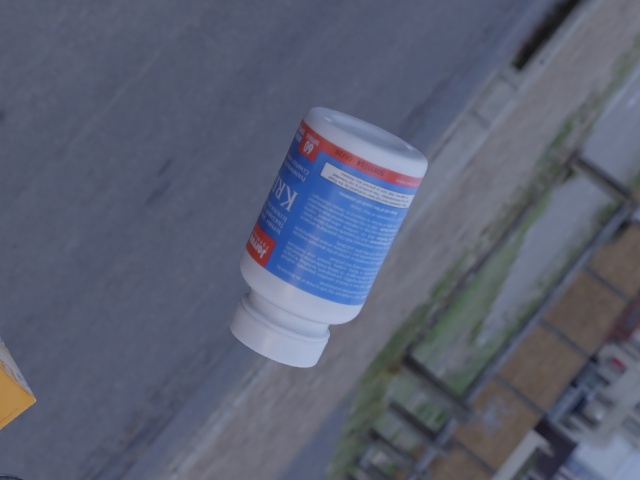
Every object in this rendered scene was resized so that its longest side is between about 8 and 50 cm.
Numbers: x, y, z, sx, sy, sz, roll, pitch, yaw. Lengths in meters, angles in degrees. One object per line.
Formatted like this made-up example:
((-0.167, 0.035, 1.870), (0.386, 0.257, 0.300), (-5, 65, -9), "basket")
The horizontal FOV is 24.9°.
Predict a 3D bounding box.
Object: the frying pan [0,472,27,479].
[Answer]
((-0.181, 0.273, 0.713), (0.197, 0.053, 0.326), (64, 33, -49), "frying pan")

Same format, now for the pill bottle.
((0.000, 0.000, 1.331), (0.222, 0.124, 0.124), (-66, 167, 13), "pill bottle")

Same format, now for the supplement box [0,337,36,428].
((-0.231, 0.071, 0.947), (0.036, 0.098, 0.062), (-38, 137, -4), "supplement box")
